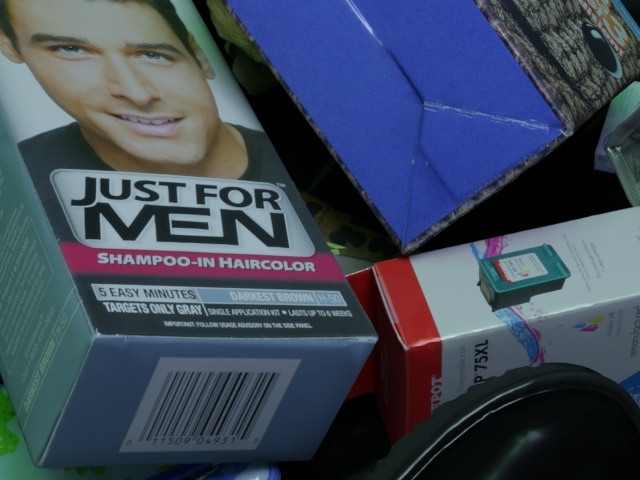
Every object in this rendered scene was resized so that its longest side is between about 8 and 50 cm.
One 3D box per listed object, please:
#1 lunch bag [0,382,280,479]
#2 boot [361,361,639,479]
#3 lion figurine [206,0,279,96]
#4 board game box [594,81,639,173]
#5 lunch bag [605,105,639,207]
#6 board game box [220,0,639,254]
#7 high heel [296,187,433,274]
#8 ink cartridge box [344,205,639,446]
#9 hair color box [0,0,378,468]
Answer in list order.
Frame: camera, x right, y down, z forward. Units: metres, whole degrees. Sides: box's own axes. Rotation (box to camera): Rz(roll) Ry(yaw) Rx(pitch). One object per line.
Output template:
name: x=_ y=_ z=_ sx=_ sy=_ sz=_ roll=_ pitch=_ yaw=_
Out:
lunch bag: x=-0.141 y=0.156 z=1.150 sx=0.219 sy=0.090 sz=0.176 roll=-22 pitch=51 yaw=-16
boot: x=0.101 y=0.225 z=0.993 sx=0.348 sy=0.131 sz=0.260 roll=-36 pitch=31 yaw=-16
lion figurine: x=0.045 y=-0.269 z=1.519 sx=0.392 sy=0.142 sz=0.240 roll=-31 pitch=59 yaw=-30
board game box: x=0.262 y=-0.082 z=1.404 sx=0.090 sy=0.020 sz=0.090 roll=12 pitch=48 yaw=14
lunch bag: x=0.351 y=0.010 z=1.178 sx=0.235 sy=0.169 sz=0.287 roll=3 pitch=53 yaw=-29
board game box: x=0.084 y=-0.154 z=1.245 sx=0.232 sy=0.141 sz=0.291 roll=54 pitch=25 yaw=0
high heel: x=0.000 y=0.000 z=1.320 sx=0.186 sy=0.093 sz=0.261 roll=1 pitch=28 yaw=-27
ink cartridge box: x=0.108 y=0.070 z=1.186 sx=0.231 sy=0.134 sz=0.078 roll=-13 pitch=48 yaw=-8
hair color box: x=-0.131 y=-0.031 z=1.164 sx=0.185 sy=0.114 sz=0.374 roll=3 pitch=40 yaw=-32
